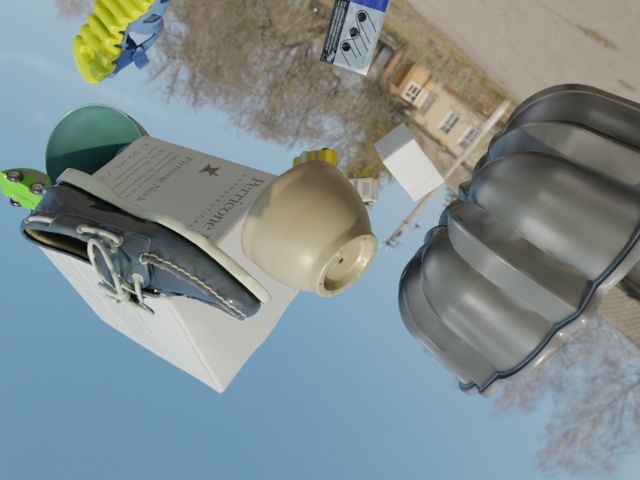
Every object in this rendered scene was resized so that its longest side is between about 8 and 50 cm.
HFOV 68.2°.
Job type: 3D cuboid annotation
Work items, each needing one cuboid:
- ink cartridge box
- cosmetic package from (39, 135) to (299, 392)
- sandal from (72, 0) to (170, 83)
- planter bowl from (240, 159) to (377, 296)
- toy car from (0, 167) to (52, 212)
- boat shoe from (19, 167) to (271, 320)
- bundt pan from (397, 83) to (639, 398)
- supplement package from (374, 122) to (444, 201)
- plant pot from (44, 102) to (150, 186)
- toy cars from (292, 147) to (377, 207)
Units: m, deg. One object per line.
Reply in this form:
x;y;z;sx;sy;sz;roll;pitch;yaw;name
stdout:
0.073;-0.426;0.879;0.097;0.207;0.046;19;-152;1;ink cartridge box
-0.291;0.034;0.994;0.393;0.327;0.329;20;-127;26;cosmetic package
-0.361;-0.440;0.923;0.126;0.317;0.138;58;-145;3;sandal
0.000;0.000;0.578;0.109;0.162;0.162;44;-158;28;planter bowl
-0.502;-0.107;0.750;0.225;0.239;0.053;29;-139;3;toy car
-0.157;0.013;0.395;0.254;0.079;0.095;25;155;22;boat shoe
0.190;-0.013;0.488;0.124;0.331;0.331;33;-159;9;bundt pan
0.249;-0.219;1.330;0.179;0.105;0.105;42;-158;-35;supplement package
-0.563;-0.208;1.304;0.290;0.290;0.195;38;-172;5;plant pot
0.027;-0.217;1.615;0.393;0.176;0.087;42;-169;35;toy cars
